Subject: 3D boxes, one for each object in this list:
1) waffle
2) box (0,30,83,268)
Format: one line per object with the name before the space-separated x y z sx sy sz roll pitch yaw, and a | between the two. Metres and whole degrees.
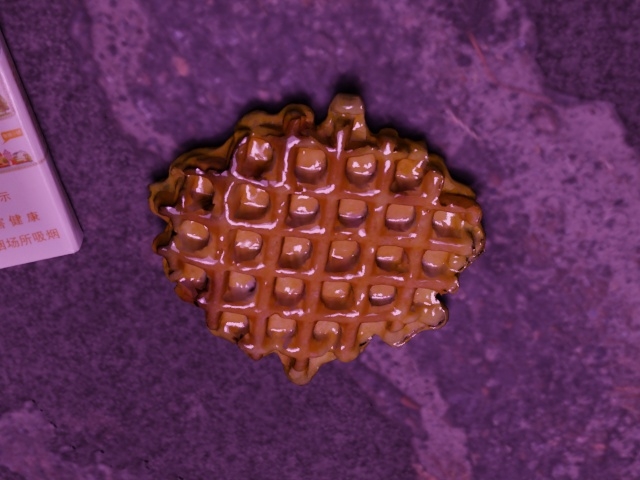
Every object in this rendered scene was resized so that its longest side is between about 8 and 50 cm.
waffle | 0.000 0.000 1.365 0.238 0.059 0.243 -35 116 19
box | -0.272 -0.076 1.341 0.122 0.032 0.220 -12 120 11
